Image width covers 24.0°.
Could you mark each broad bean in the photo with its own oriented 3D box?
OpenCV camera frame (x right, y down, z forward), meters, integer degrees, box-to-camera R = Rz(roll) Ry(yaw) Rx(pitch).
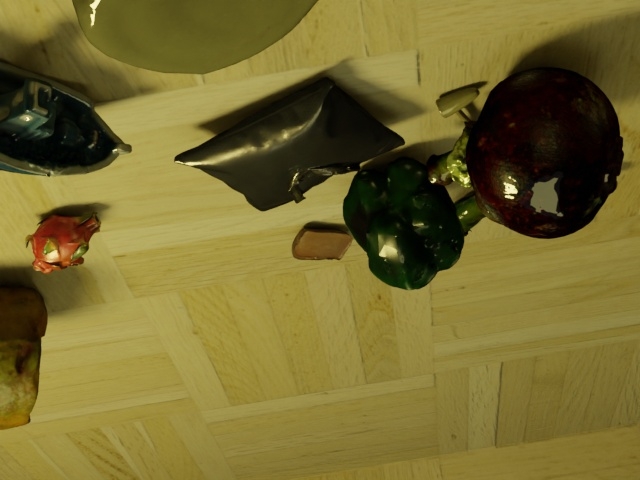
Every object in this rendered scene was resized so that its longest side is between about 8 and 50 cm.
[{"bbox_3d":[0.306,-0.063,2.346,0.292,0.049,0.144,-21,160,30],"label":"broad bean"}]

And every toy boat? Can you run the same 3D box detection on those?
[{"bbox_3d":[-0.354,-0.146,1.809,0.142,0.129,0.309,-12,159,41],"label":"toy boat"}]

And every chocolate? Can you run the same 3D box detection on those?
[{"bbox_3d":[0.000,0.000,2.393,0.101,0.031,0.064,0,137,-29],"label":"chocolate"}]

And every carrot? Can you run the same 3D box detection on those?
[{"bbox_3d":[-0.583,0.189,2.363,0.341,0.241,0.241,-5,156,-19],"label":"carrot"}]

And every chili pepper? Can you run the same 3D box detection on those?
[{"bbox_3d":[0.130,-0.016,2.247,0.165,0.174,0.261,-38,152,-3],"label":"chili pepper"}]

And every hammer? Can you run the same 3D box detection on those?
[{"bbox_3d":[0.219,-0.167,2.109,0.060,0.028,0.195,-24,156,15],"label":"hammer"}]

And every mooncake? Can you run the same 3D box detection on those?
[{"bbox_3d":[-0.129,-0.291,1.565,0.275,0.135,0.275,-10,154,-5],"label":"mooncake"}]

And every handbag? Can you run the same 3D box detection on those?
[{"bbox_3d":[-0.037,-0.121,2.040,0.254,0.088,0.211,-24,150,23],"label":"handbag"}]

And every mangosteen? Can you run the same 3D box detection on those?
[{"bbox_3d":[0.262,-0.115,2.012,0.289,0.231,0.231,-1,163,30],"label":"mangosteen"}]

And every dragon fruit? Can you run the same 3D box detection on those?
[{"bbox_3d":[-0.372,-0.001,2.201,0.116,0.086,0.081,-26,114,18],"label":"dragon fruit"}]
